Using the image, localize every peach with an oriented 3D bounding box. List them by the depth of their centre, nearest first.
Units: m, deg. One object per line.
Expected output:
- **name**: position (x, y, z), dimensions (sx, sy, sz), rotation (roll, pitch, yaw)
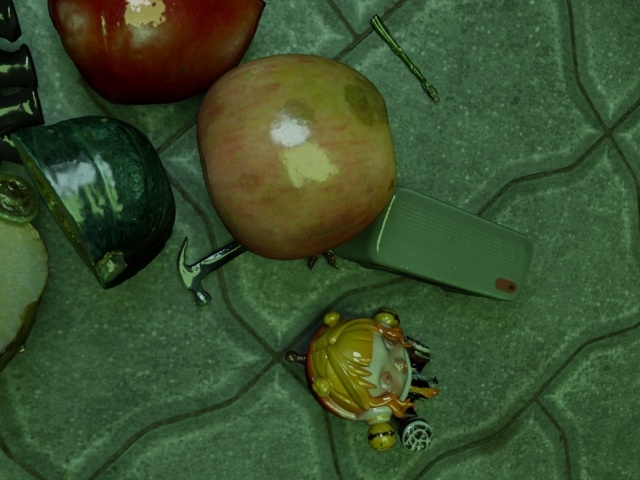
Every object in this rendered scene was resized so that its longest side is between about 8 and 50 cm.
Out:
- **peach**: position (-0.262, -0.375, 0.928), dimensions (0.339, 0.281, 0.280), rotation (-26, 104, -9)

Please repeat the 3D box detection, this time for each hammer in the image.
- **hammer**: position (-0.160, 0.003, 1.133), dimensions (0.290, 0.037, 0.137), rotation (-33, 107, -11)

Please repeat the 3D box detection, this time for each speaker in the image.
- **speaker**: position (0.239, 0.006, 1.165), dimensions (0.407, 0.184, 0.183), rotation (17, 89, -25)

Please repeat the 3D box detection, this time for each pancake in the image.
- **pancake**: position (-0.517, -0.073, 0.912), dimensions (0.108, 0.108, 0.017), rotation (42, 119, -18)

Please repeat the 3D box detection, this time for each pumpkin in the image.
- **pumpkin**: position (-0.348, -0.077, 0.934), dimensions (0.197, 0.293, 0.263), rotation (-31, 78, -23)

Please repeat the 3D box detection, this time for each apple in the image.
- **apple**: position (-0.037, -0.150, 0.971), dimensions (0.364, 0.364, 0.363), rotation (-2, 98, -18)

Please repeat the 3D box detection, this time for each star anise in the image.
- **star anise**: position (-0.002, 0.000, 1.178), dimensions (0.141, 0.042, 0.140), rotation (-4, 98, -28)

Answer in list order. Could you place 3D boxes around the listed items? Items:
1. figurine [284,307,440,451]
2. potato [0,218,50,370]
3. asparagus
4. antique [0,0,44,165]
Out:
- **figurine**: position (0.099, 0.284, 1.173), dimensions (0.323, 0.196, 0.319), rotation (35, 43, -27)
- **potato**: position (-0.661, 0.116, 0.805), dimensions (0.319, 0.385, 0.442), rotation (-44, 155, 30)
- **asparagus**: position (0.187, -0.392, 1.200), dimensions (0.233, 0.022, 0.023), rotation (46, 38, -16)
- **antique**: position (-0.592, -0.252, 0.881), dimensions (0.255, 0.185, 0.321), rotation (-10, 105, -18)
